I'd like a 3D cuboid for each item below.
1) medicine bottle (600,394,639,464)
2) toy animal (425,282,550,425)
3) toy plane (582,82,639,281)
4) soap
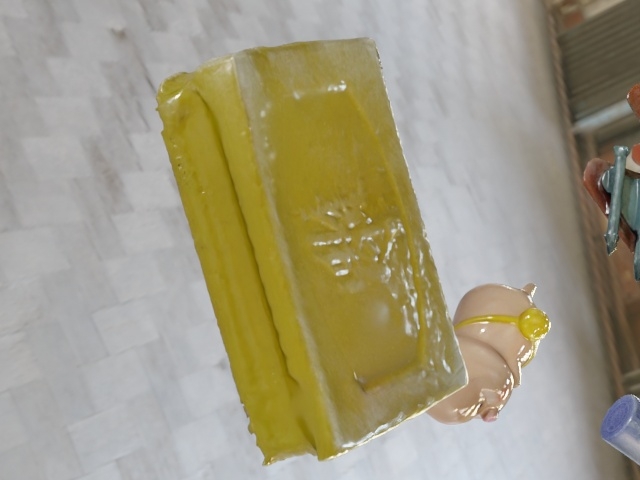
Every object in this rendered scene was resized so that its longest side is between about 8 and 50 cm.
[{"bbox_3d":[0.398,0.245,1.131,0.231,0.059,0.059,34,32,-7],"label":"medicine bottle"},{"bbox_3d":[0.230,0.154,1.534,0.149,0.165,0.248,37,59,21],"label":"toy animal"},{"bbox_3d":[0.323,0.033,0.924,0.223,0.104,0.326,8,71,-19],"label":"toy plane"},{"bbox_3d":[0.000,0.000,0.875,0.199,0.091,0.315,-17,93,-48],"label":"soap"}]
